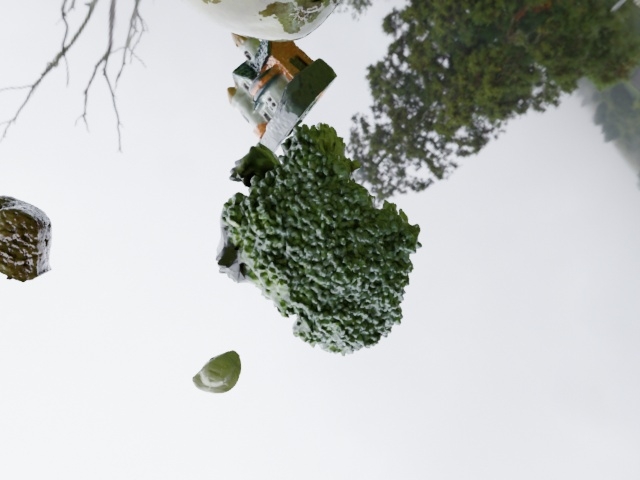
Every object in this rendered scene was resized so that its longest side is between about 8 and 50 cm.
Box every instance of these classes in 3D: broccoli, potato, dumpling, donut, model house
[{"bbox_3d":[-0.001,-0.004,0.832,0.338,0.277,0.317,30,-160,-49],"label":"broccoli"},{"bbox_3d":[-0.112,-0.423,0.755,0.243,0.221,0.326,4,-144,-36],"label":"potato"},{"bbox_3d":[-0.159,0.213,0.817,0.077,0.043,0.059,-27,-97,-42],"label":"dumpling"},{"bbox_3d":[-0.529,-0.005,0.896,0.144,0.126,0.186,12,-173,-12],"label":"donut"},{"bbox_3d":[-0.146,-0.406,1.306,0.301,0.271,0.190,46,-115,-5],"label":"model house"}]
